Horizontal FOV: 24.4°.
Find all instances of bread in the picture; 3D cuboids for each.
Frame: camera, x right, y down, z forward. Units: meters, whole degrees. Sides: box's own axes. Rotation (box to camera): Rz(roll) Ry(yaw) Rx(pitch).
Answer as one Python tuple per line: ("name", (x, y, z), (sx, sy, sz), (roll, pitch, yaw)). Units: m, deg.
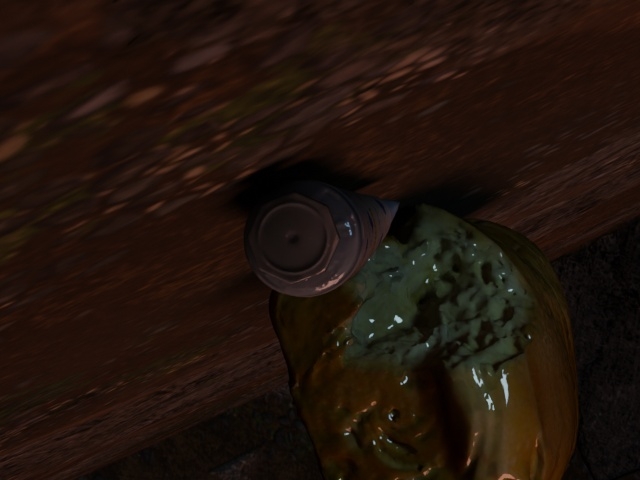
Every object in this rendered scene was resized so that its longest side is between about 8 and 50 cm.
("bread", (0.084, 0.077, 0.913), (0.149, 0.195, 0.344), (-21, 177, 10))

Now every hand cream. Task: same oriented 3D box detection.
("hand cream", (0.000, 0.000, 0.590), (0.065, 0.043, 0.171), (-30, 175, 5))
